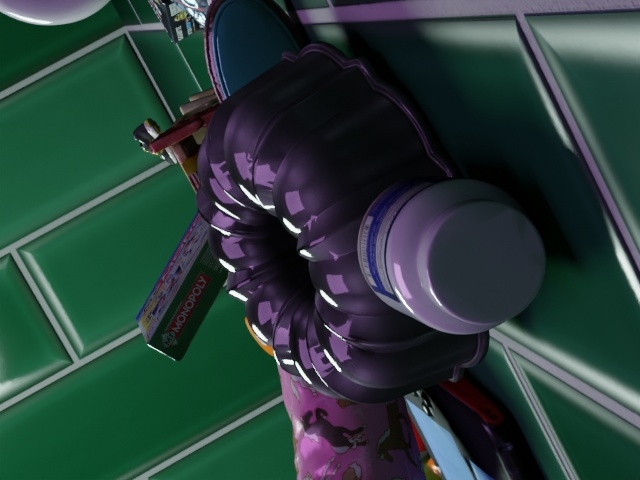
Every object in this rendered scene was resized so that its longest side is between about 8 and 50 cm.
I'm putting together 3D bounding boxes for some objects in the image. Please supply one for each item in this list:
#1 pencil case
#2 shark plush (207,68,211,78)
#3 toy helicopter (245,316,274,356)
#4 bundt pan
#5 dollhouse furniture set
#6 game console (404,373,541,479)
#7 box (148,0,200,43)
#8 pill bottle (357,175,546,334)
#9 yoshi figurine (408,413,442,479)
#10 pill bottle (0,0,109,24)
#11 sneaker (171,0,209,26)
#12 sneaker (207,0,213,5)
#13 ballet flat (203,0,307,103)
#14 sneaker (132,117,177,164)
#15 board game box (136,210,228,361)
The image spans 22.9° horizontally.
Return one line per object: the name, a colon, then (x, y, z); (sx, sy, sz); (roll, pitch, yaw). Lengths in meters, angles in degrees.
pencil case: (0.017, 0.150, 1.803); (0.160, 0.167, 0.386); (1, -107, -51)
shark plush: (-0.102, -0.266, 1.904); (0.067, 0.073, 0.161); (109, 156, -56)
toy helicopter: (0.042, 0.173, 2.412); (0.355, 0.140, 0.235); (49, 162, 11)
bundt pan: (0.000, 0.000, 1.377); (0.331, 0.124, 0.330); (45, 149, 36)
dollhouse furniture set: (-0.092, -0.111, 2.133); (0.201, 0.152, 0.374); (61, -169, -11)
game console: (0.208, 0.306, 1.818); (0.386, 0.060, 0.342); (62, 174, -19)
box: (-0.253, -0.413, 2.301); (0.220, 0.051, 0.175); (59, 174, 8)
pill bottle: (0.096, 0.010, 1.143); (0.112, 0.112, 0.187); (62, 174, -8)
yoshi figurine: (0.102, 0.305, 2.157); (0.362, 0.204, 0.203); (57, -171, 15)
pill bottle: (-0.267, -0.372, 1.690); (0.323, 0.182, 0.181); (-80, -31, -57)
sneaker: (-0.181, -0.335, 1.859); (0.262, 0.104, 0.125); (56, 175, 44)
sneaker: (-0.098, -0.298, 1.654); (0.065, 0.061, 0.158); (14, 141, 43)
ballet flat: (-0.033, -0.124, 1.640); (0.106, 0.108, 0.316); (-108, -8, -71)
sneaker: (-0.219, -0.128, 2.087); (0.083, 0.035, 0.031); (54, -165, -41)
board game box: (-0.112, -0.022, 1.828); (0.046, 0.317, 0.213); (30, 179, -12)
